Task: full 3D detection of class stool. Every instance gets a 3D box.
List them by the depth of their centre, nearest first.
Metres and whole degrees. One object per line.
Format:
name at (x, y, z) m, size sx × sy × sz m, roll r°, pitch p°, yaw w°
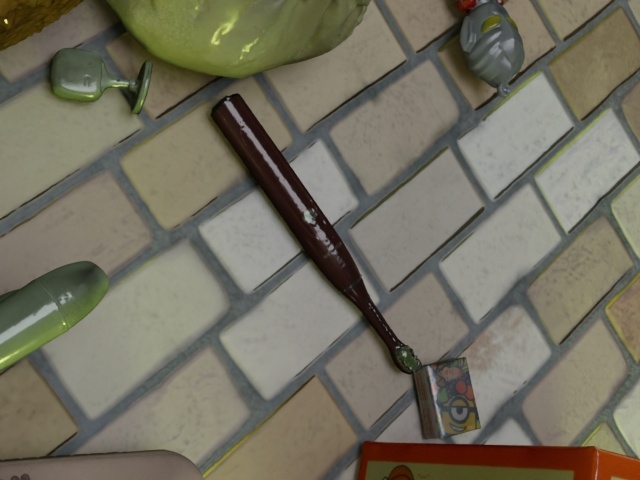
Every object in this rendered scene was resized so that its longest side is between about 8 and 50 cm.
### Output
stool at (-0.313, 0.040, 0.808) m, size 0.195 × 0.195 × 0.198 m, roll 51°, pitch 58°, yaw -14°

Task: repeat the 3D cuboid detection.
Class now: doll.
doll at (0.201, -0.258, 1.256) m, size 0.094 × 0.079 × 0.180 m, roll -4°, pitch 71°, yaw -32°

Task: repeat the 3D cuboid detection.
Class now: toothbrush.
toothbrush at (-0.001, 0.000, 1.101) m, size 0.041 × 0.041 × 0.364 m, roll -42°, pitch 103°, yaw -30°

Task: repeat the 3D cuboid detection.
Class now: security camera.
security camera at (-0.213, -0.156, 0.997) m, size 0.092 × 0.058 × 0.058 m, roll 12°, pitch 75°, yaw -17°

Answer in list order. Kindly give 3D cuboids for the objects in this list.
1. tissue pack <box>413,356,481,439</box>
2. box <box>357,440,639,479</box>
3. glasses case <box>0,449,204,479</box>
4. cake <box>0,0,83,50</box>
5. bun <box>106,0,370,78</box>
tissue pack at (0.141, 0.176, 1.159) m, size 0.063 × 0.035 × 0.083 m, roll -7°, pitch 83°, yaw -32°
box at (0.238, 0.349, 1.002) m, size 0.319 × 0.349 × 0.256 m, roll 18°, pitch 72°, yaw -30°
glasses case at (-0.240, 0.246, 0.884) m, size 0.315 × 0.075 × 0.122 m, roll 3°, pitch 77°, yaw -31°
cake at (-0.318, -0.279, 0.797) m, size 0.256 × 0.282 × 0.290 m, roll -36°, pitch 102°, yaw -10°
bun at (-0.063, -0.337, 1.021) m, size 0.360 × 0.211 × 0.359 m, roll 7°, pitch 76°, yaw -31°
